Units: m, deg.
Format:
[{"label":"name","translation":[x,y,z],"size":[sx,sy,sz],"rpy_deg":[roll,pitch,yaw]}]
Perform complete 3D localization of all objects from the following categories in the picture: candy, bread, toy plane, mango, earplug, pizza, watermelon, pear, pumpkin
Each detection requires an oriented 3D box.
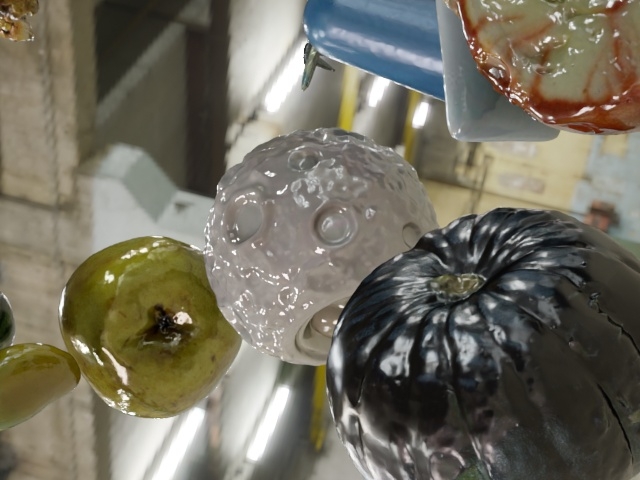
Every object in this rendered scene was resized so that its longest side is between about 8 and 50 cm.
[{"label":"candy","translation":[0.189,-0.191,1.354],"size":[0.071,0.138,0.174],"rpy_deg":[163,104,-64]},{"label":"bread","translation":[0.253,-0.257,1.146],"size":[0.295,0.327,0.114],"rpy_deg":[-39,-30,16]},{"label":"toy plane","translation":[0.010,-0.374,2.376],"size":[0.192,0.088,0.262],"rpy_deg":[-40,36,53]},{"label":"mango","translation":[-0.450,0.209,1.865],"size":[0.191,0.085,0.122],"rpy_deg":[-32,-54,-25]},{"label":"earplug","translation":[0.108,-0.265,1.665],"size":[0.132,0.273,0.132],"rpy_deg":[18,-90,-82]},{"label":"pizza","translation":[-0.566,-0.430,2.226],"size":[0.086,0.161,0.305],"rpy_deg":[-30,-1,-21]},{"label":"watermelon","translation":[-0.553,0.147,2.010],"size":[0.187,0.141,0.140],"rpy_deg":[-121,29,-49]},{"label":"pear","translation":[-0.272,0.135,2.075],"size":[0.304,0.304,0.303],"rpy_deg":[14,-90,-78]},{"label":"pumpkin","translation":[0.183,0.129,1.279],"size":[0.266,0.363,0.363],"rpy_deg":[63,-148,-24]}]

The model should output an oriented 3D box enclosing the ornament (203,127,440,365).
[{"label":"ornament","translation":[0.000,0.000,1.779],"size":[0.337,0.337,0.337],"rpy_deg":[14,-90,-78]}]
